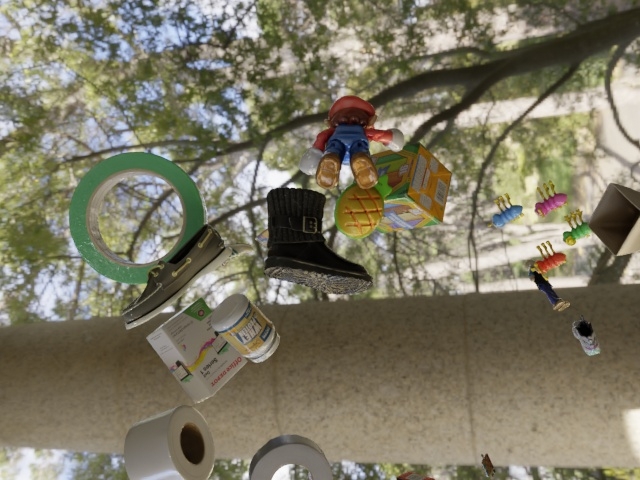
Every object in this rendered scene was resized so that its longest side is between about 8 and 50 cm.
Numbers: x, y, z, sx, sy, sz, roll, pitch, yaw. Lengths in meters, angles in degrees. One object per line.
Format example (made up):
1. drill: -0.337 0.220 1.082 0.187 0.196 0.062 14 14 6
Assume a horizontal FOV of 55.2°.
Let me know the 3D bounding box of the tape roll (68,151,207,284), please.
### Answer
1. tape roll: -0.443 -0.054 1.504 0.077 0.321 0.321 159 107 -87

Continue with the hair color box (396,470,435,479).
1. hair color box: 0.198 0.551 1.243 0.043 0.072 0.141 -5 -90 -44

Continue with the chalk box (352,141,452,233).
1. chalk box: 0.206 -0.143 1.793 0.179 0.289 0.180 34 -119 -36

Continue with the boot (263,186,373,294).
1. boot: 0.001 -0.002 1.748 0.347 0.131 0.260 17 -119 -26

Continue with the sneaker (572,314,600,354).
1. sneaker: 0.513 0.169 1.195 0.098 0.038 0.069 -94 -22 -64

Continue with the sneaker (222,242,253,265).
1. sneaker: -0.304 0.049 2.037 0.057 0.161 0.075 153 117 -66

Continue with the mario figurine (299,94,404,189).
1. mario figurine: 0.076 -0.202 1.407 0.170 0.198 0.321 -52 14 33

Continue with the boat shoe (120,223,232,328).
1. boat shoe: -0.336 0.079 1.385 0.305 0.109 0.091 -43 -72 -32

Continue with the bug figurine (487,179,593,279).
1. bug figurine: 0.601 -0.030 1.645 0.279 0.216 0.072 43 -148 -14

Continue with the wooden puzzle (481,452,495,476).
1. wooden puzzle: 0.504 0.680 1.852 0.049 0.006 0.083 -30 -83 -51

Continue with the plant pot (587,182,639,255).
1. plant pot: 0.625 -0.041 1.226 0.109 0.096 0.109 -107 24 -51

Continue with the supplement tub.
1. supplement tub: -0.236 0.280 1.948 0.200 0.144 0.144 50 -147 -26

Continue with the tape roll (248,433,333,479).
1. tape roll: -0.080 0.629 1.614 0.072 0.219 0.219 -166 70 -80

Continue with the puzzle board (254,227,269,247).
1. puzzle board: -0.161 -0.008 2.192 0.128 0.096 0.011 39 -156 -45

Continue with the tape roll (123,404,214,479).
1. tape roll: -0.467 0.656 1.911 0.246 0.169 0.246 55 -159 -32

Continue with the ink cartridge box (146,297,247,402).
1. ink cartridge box: -0.406 0.365 2.041 0.278 0.117 0.201 55 -138 -5

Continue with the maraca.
1. maraca: 0.107 -0.093 1.536 0.186 0.127 0.099 -63 20 -2

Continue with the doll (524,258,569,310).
1. doll: 0.704 0.137 1.930 0.129 0.046 0.189 15 -144 -45
